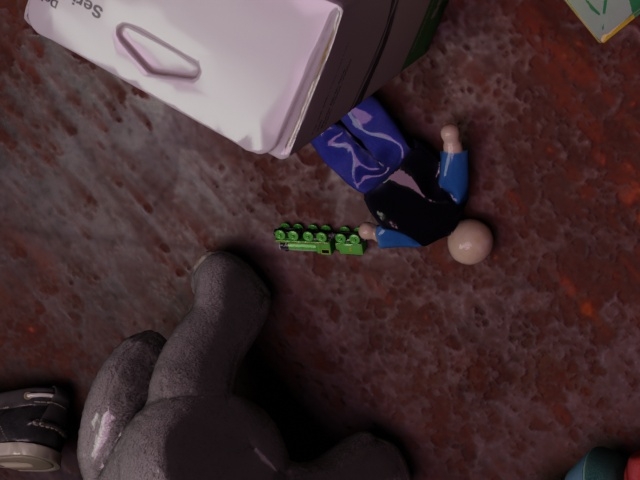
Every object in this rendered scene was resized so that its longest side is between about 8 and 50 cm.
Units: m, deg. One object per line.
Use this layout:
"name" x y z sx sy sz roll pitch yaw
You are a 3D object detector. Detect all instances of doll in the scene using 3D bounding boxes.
"doll" 0.066 -0.053 1.332 0.189 0.046 0.129 46 120 1

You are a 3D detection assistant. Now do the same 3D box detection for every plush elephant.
"plush elephant" -0.130 0.229 1.413 0.272 0.330 0.255 47 138 -8

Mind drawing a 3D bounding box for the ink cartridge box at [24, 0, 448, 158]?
"ink cartridge box" -0.040 -0.191 1.182 0.211 0.289 0.121 28 118 10

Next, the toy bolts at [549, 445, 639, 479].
"toy bolts" 0.242 0.277 1.314 0.158 0.218 0.228 -25 81 34

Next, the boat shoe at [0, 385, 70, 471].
"boat shoe" -0.335 0.175 1.581 0.233 0.084 0.079 -4 70 31

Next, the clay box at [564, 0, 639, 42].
"clay box" 0.170 -0.204 1.140 0.053 0.222 0.127 -39 93 14

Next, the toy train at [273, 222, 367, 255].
"toy train" 0.000 0.000 1.397 0.083 0.017 0.023 3 121 21
